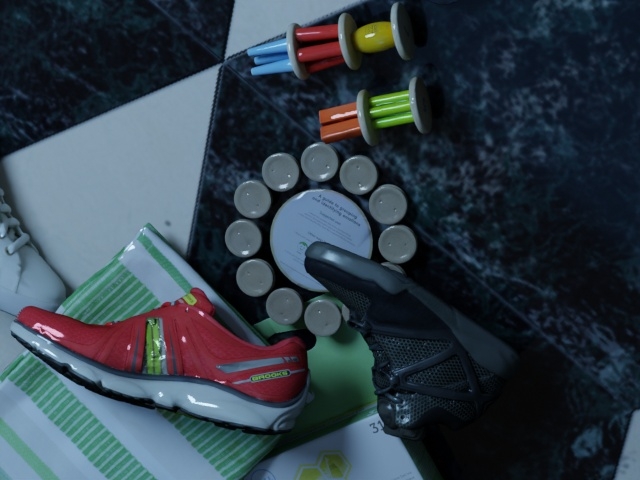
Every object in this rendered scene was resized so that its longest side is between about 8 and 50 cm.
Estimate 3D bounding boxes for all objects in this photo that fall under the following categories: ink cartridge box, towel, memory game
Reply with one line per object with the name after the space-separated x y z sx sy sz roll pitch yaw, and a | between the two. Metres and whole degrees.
-0.002 0.185 1.782 0.171 0.056 0.235 -25 102 22 | ink cartridge box
-0.195 0.178 1.768 0.248 0.038 0.325 45 97 -1 | towel
0.000 0.000 1.729 0.186 0.012 0.186 3 102 14 | memory game

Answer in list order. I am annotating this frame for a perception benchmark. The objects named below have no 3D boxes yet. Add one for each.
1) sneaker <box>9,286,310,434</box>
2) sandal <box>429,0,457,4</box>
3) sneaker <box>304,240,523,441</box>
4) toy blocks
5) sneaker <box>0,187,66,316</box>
-0.144 0.097 1.703 0.279 0.107 0.118 15 79 -1 | sneaker
0.026 -0.290 1.611 0.254 0.054 0.097 25 113 6 | sandal
0.063 0.098 1.675 0.227 0.087 0.130 35 85 -17 | sneaker
0.016 -0.141 1.665 0.148 0.054 0.123 -9 105 19 | toy blocks
-0.340 -0.044 1.771 0.290 0.106 0.123 42 105 -6 | sneaker
